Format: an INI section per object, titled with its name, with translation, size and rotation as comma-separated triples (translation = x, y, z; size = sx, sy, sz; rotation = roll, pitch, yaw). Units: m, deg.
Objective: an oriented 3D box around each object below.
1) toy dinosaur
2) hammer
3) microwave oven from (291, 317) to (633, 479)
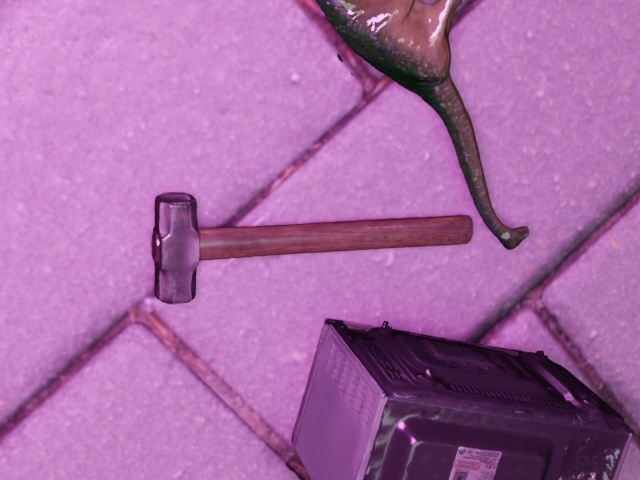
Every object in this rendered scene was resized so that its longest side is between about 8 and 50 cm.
[toy dinosaur]
translation = 0.067, -0.163, 1.119
size = 0.447, 0.087, 0.301
rotation = 10, 110, -21
[hammer]
translation = 0.000, 0.000, 1.165
size = 0.365, 0.043, 0.111
rotation = -3, 108, -21
[microwave oven]
translation = 0.150, 0.207, 1.184
size = 0.295, 0.237, 0.181
rotation = 12, 102, -19
